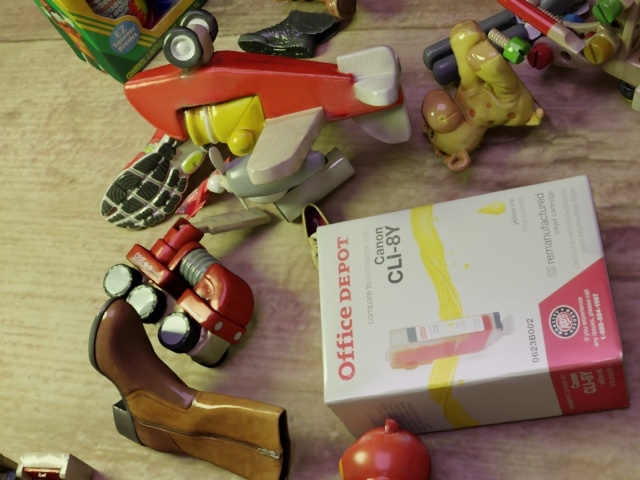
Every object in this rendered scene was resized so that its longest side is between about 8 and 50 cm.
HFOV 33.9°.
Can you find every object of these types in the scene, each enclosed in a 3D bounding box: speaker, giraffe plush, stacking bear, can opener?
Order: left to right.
[{"bbox_3d":[-0.012,-0.089,1.674,0.136,0.055,0.055,-37,56,-3],"label":"speaker"},{"bbox_3d":[0.077,0.371,1.321,0.164,0.175,0.289,-7,52,19],"label":"stacking bear"},{"bbox_3d":[0.226,-0.206,1.603,0.170,0.210,0.181,-38,13,14],"label":"giraffe plush"},{"bbox_3d":[0.298,-0.350,1.684,0.283,0.095,0.076,-25,55,-3],"label":"can opener"}]

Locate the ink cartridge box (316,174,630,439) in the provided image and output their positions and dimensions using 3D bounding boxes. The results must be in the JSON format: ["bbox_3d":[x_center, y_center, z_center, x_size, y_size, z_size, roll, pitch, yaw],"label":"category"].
[{"bbox_3d":[0.198,0.097,1.423,0.385,0.160,0.279,-11,58,14],"label":"ink cartridge box"}]

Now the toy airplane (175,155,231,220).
[{"bbox_3d":[-0.192,-0.074,1.704,0.028,0.151,0.151,44,80,-10],"label":"toy airplane"}]

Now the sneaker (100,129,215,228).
[{"bbox_3d":[-0.261,-0.134,1.779,0.279,0.107,0.118,-47,22,3],"label":"sneaker"}]

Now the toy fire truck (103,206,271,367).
[{"bbox_3d":[-0.169,0.046,1.616,0.217,0.158,0.246,36,89,33],"label":"toy fire truck"}]

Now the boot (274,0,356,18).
[{"bbox_3d":[-0.012,-0.437,1.848,0.152,0.073,0.197,-3,35,14],"label":"boot"}]

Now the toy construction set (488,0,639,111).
[{"bbox_3d":[0.412,-0.297,1.497,0.237,0.257,0.309,41,41,21],"label":"toy construction set"}]

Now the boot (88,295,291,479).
[{"bbox_3d":[-0.177,0.214,1.446,0.280,0.264,0.096,13,31,28],"label":"boot"}]

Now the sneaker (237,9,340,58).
[{"bbox_3d":[-0.056,-0.368,1.857,0.170,0.051,0.089,9,65,19],"label":"sneaker"}]

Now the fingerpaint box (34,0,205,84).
[{"bbox_3d":[-0.327,-0.566,1.877,0.163,0.371,0.445,33,76,32],"label":"fingerpaint box"}]

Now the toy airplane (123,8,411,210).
[{"bbox_3d":[-0.051,-0.181,1.587,0.386,0.272,0.384,-14,32,-39],"label":"toy airplane"}]

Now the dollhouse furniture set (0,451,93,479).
[{"bbox_3d":[-0.453,0.371,1.525,0.184,0.129,0.129,-3,61,19],"label":"dollhouse furniture set"}]

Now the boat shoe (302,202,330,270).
[{"bbox_3d":[0.000,0.000,1.623,0.050,0.045,0.135,-27,56,4],"label":"boat shoe"}]
